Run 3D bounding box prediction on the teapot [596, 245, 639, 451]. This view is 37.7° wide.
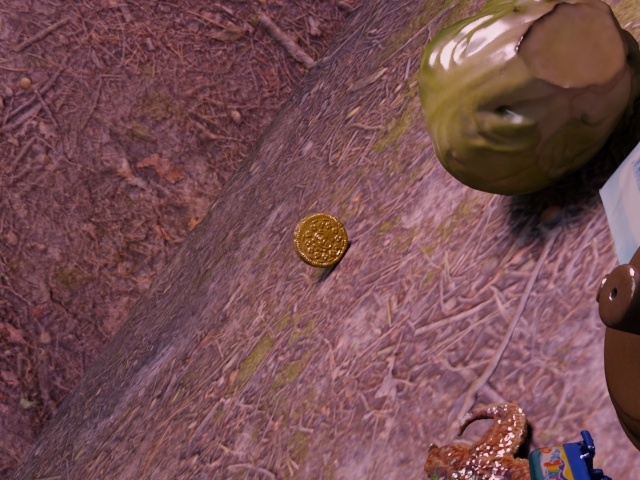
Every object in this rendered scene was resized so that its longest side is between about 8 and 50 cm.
[{"bbox_3d":[0.220,0.054,0.441,0.268,0.175,0.185,-149,75,-78],"label":"teapot"}]

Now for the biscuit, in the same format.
[{"bbox_3d":[0.000,0.000,1.408,0.084,0.084,0.023,-55,16,-10],"label":"biscuit"}]

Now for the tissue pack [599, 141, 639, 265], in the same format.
[{"bbox_3d":[0.314,-0.075,0.643,0.263,0.089,0.177,-54,14,31],"label":"tissue pack"}]

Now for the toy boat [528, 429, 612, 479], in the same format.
[{"bbox_3d":[0.180,0.171,0.545,0.110,0.091,0.175,-7,9,10],"label":"toy boat"}]

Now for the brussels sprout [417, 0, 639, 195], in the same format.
[{"bbox_3d":[0.214,-0.158,0.966,0.244,0.244,0.244,-46,17,19],"label":"brussels sprout"}]

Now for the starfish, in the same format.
[{"bbox_3d":[0.123,0.197,0.743,0.150,0.053,0.210,-42,10,-11],"label":"starfish"}]
